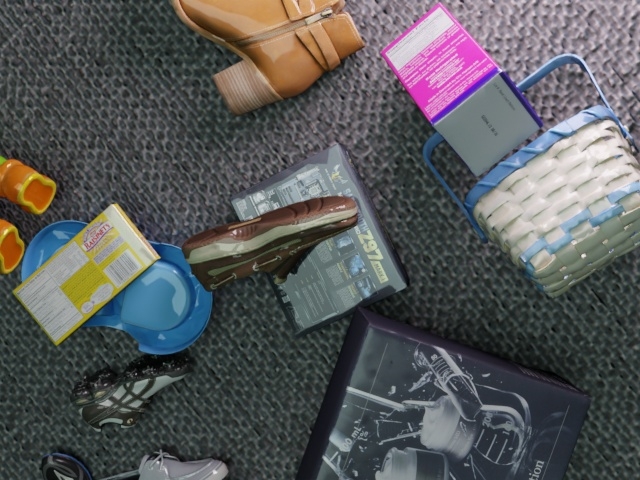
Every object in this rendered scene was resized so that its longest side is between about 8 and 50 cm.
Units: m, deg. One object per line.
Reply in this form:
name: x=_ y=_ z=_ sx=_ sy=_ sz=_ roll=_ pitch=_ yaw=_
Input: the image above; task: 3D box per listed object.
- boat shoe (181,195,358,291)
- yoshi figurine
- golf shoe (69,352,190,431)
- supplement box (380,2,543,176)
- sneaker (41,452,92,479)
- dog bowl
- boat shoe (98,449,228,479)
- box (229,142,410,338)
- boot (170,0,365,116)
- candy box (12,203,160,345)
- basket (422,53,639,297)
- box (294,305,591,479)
boat shoe: x=-0.061 y=0.011 z=1.410 sx=0.257 sy=0.095 sz=0.095 roll=-14 pitch=106 yaw=18
yoshi figurine: x=-0.587 y=-0.084 z=1.510 sx=0.362 sy=0.203 sz=0.203 roll=23 pitch=119 yaw=8
golf shoe: x=-0.279 y=0.232 z=1.538 sx=0.198 sy=0.077 sz=0.094 roll=-18 pitch=107 yaw=15
supplement box: x=0.180 y=-0.203 z=1.327 sx=0.114 sy=0.220 sz=0.111 roll=-38 pitch=126 yaw=12
sneaker: x=-0.387 y=0.419 z=1.564 sx=0.067 sy=0.078 sz=0.188 roll=-16 pitch=92 yaw=11
dog bowl: x=-0.296 y=0.066 z=1.517 sx=0.297 sy=0.074 sz=0.166 roll=14 pitch=98 yaw=9
boat shoe: x=-0.253 y=0.366 z=1.536 sx=0.227 sy=0.079 sz=0.081 roll=-22 pitch=96 yaw=14
box: x=0.000 y=0.000 z=1.467 sx=0.183 sy=0.059 sz=0.233 roll=-26 pitch=91 yaw=12
boot: x=-0.084 y=-0.339 z=1.420 sx=0.220 sy=0.109 sz=0.283 roll=-26 pitch=93 yaw=12
candy box: x=-0.342 y=0.051 z=1.471 sx=0.206 sy=0.027 sz=0.105 roll=-39 pitch=86 yaw=11
basket: x=0.298 y=-0.086 z=1.351 sx=0.254 sy=0.201 sz=0.289 roll=-32 pitch=63 yaw=13
box: x=0.145 y=0.306 z=1.369 sx=0.312 sy=0.179 sz=0.343 roll=18 pitch=93 yaw=-4
